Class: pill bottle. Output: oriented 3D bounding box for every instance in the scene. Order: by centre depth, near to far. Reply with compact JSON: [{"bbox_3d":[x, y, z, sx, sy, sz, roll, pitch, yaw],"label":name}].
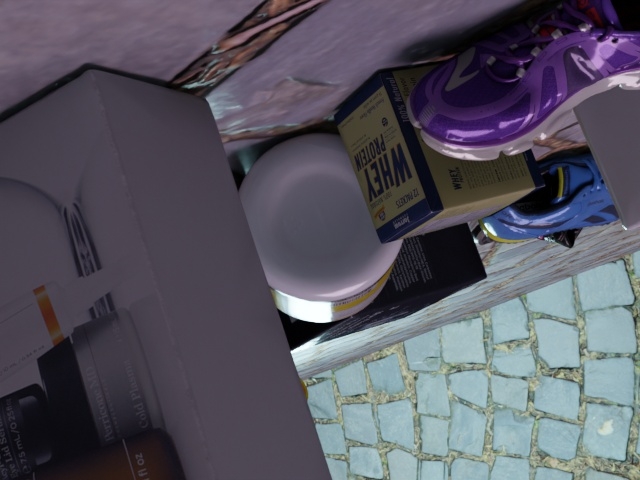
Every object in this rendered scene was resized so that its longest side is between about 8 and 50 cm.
[{"bbox_3d":[0.000,0.000,0.693,0.103,0.103,0.184,-18,171,-3],"label":"pill bottle"}]

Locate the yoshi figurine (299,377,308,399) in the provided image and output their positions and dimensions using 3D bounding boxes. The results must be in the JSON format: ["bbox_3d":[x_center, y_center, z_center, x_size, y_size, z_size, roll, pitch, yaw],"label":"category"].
[{"bbox_3d":[-0.216,0.290,1.693,0.362,0.204,0.203,-22,154,28],"label":"yoshi figurine"}]

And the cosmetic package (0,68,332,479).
[{"bbox_3d":[-0.132,0.154,0.481,0.284,0.377,0.097,-25,168,26],"label":"cosmetic package"}]

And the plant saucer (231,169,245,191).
[{"bbox_3d":[-0.124,-0.001,0.673,0.168,0.029,0.168,-18,169,-3],"label":"plant saucer"}]

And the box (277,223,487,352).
[{"bbox_3d":[0.043,0.032,0.990,0.158,0.093,0.156,-15,169,-30],"label":"box"}]

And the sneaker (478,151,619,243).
[{"bbox_3d":[0.254,-0.052,0.999,0.209,0.069,0.082,-17,166,-13],"label":"sneaker"}]

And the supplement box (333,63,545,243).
[{"bbox_3d":[0.067,-0.052,0.592,0.083,0.083,0.056,-14,169,-31],"label":"supplement box"}]

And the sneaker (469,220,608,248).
[{"bbox_3d":[0.239,-0.020,1.117,0.170,0.075,0.063,-24,169,28],"label":"sneaker"}]

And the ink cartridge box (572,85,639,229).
[{"bbox_3d":[0.335,-0.112,0.680,0.272,0.114,0.197,-14,168,-31],"label":"ink cartridge box"}]

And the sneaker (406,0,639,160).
[{"bbox_3d":[0.121,-0.102,0.538,0.170,0.068,0.071,-27,156,-6],"label":"sneaker"}]
